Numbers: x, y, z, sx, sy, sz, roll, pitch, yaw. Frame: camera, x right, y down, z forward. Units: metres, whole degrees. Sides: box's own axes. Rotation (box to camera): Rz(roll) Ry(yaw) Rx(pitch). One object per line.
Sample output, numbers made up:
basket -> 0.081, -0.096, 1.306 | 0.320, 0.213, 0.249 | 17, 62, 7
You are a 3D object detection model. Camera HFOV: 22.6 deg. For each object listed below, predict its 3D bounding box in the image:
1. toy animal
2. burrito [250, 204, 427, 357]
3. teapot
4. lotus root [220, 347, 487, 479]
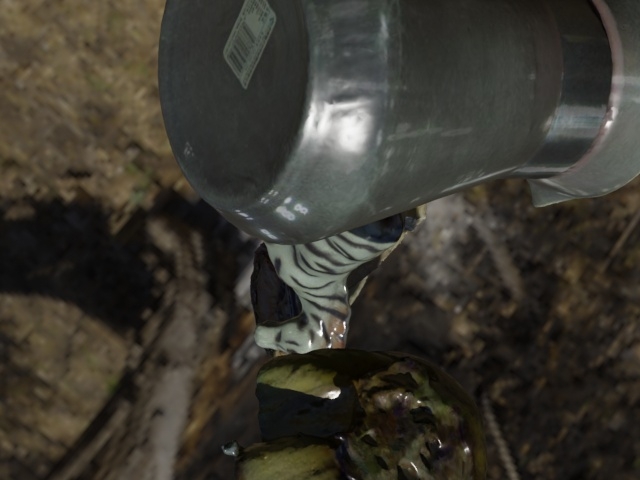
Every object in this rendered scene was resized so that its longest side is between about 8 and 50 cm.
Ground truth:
toy animal -> -0.013, -0.010, 1.430 | 0.170, 0.090, 0.255 | 42, 142, 16
burrito -> 0.007, 0.013, 2.146 | 0.175, 0.348, 0.107 | 42, 169, -29
teapot -> 0.078, -0.149, 1.188 | 0.253, 0.344, 0.300 | 32, 118, 48
lotus root -> 0.042, 0.146, 1.080 | 0.078, 0.203, 0.183 | -44, 55, 51
